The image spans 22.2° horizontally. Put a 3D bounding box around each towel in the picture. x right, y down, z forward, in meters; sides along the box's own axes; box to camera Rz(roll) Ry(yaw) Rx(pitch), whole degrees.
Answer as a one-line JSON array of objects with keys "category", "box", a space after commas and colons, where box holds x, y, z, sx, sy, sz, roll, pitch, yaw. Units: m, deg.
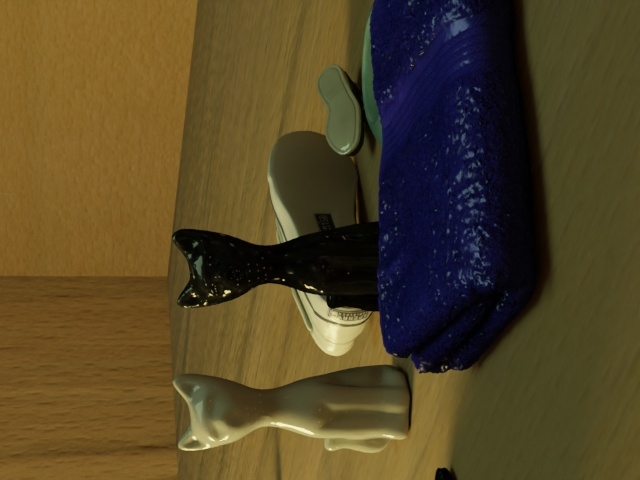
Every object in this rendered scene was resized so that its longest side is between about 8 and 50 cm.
[{"category": "towel", "box": [0.086, -0.075, 1.187, 0.228, 0.076, 0.308, 112, 156, -67]}]

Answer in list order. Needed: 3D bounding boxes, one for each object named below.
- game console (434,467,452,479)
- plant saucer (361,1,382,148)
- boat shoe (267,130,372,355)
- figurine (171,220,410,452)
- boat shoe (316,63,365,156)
[{"category": "game console", "box": [0.073, 0.252, 1.263, 0.122, 0.071, 0.107, -108, 20, -59]}, {"category": "plant saucer", "box": [0.064, -0.154, 1.430, 0.195, 0.037, 0.195, -179, 90, -79]}, {"category": "boat shoe", "box": [0.000, 0.000, 1.652, 0.088, 0.096, 0.268, 106, 154, -42]}, {"category": "figurine", "box": [-0.029, 0.090, 1.450, 0.092, 0.209, 0.215, -140, 50, -77]}, {"category": "boat shoe", "box": [0.027, -0.126, 1.640, 0.046, 0.038, 0.125, -39, 40, 19]}]
